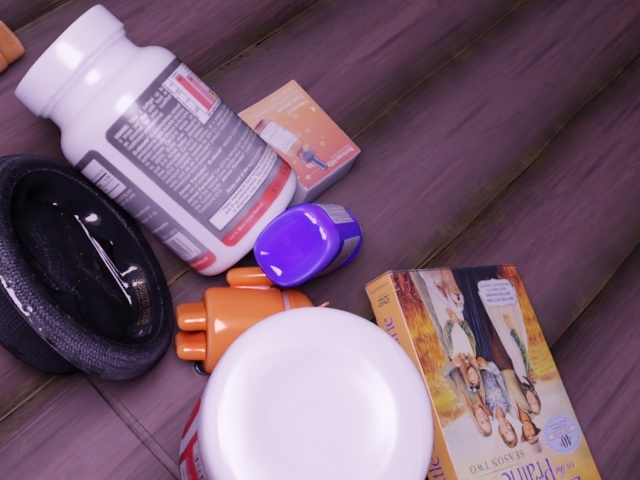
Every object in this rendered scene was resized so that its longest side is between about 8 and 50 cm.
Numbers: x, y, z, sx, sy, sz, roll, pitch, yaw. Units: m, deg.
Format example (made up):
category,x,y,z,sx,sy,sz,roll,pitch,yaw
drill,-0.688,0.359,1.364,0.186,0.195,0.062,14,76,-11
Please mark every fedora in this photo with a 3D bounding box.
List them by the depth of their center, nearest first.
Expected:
category,x,y,z,sx,sy,sz,roll,pitch,yaw
fedora,-0.352,0.056,0.957,0.152,0.334,0.334,-34,75,19

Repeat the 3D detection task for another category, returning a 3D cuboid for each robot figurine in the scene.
category,x,y,z,sx,sy,sz,roll,pitch,yaw
robot figurine,-0.096,0.127,1.042,0.220,0.128,0.158,2,61,-15

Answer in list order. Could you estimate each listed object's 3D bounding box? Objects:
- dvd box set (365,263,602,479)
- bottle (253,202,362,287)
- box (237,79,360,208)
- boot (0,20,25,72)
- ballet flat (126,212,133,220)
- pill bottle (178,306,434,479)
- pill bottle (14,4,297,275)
category,x,y,z,sx,sy,sz,roll,pitch,yaw
dvd box set,0.253,0.240,1.073,0.308,0.062,0.420,0,65,-39
bottle,0.000,0.000,1.055,0.118,0.283,0.092,-40,83,15
box,-0.044,-0.155,1.205,0.130,0.091,0.170,-39,81,-27
boot,-0.548,-0.236,1.105,0.220,0.109,0.283,-34,72,-30
ballet flat,-0.304,-0.056,1.110,0.057,0.049,0.173,27,62,-2
pill bottle,-0.045,0.242,0.848,0.229,0.407,0.229,6,66,-13
pill bottle,-0.225,-0.137,1.023,0.363,0.210,0.210,44,61,-17
